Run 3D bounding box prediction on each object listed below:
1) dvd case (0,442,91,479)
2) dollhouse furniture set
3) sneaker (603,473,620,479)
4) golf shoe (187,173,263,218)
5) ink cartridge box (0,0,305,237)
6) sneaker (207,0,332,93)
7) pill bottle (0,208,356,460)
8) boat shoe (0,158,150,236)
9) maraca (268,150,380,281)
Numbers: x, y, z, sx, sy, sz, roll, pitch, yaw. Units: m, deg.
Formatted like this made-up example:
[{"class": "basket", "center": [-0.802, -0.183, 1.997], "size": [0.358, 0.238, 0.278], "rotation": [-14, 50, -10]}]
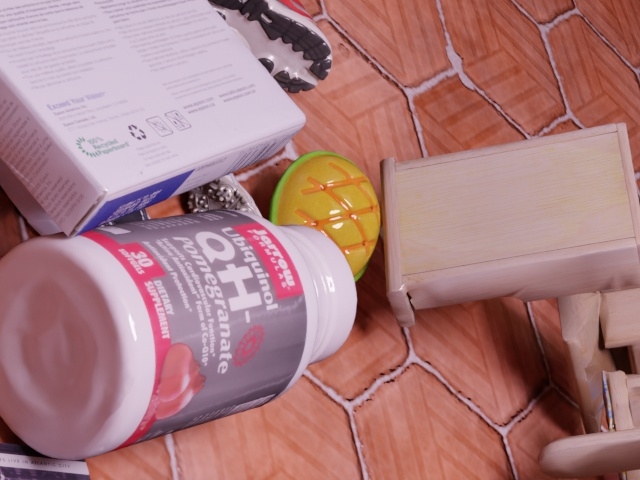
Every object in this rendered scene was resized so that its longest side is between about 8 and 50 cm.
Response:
[{"class": "dvd case", "center": [-0.217, 0.244, 1.169], "size": [0.164, 0.018, 0.221], "rotation": [14, 43, -43]}, {"class": "dollhouse furniture set", "center": [0.233, 0.076, 1.730], "size": [0.394, 0.257, 0.362], "rotation": [67, 18, -52]}, {"class": "sneaker", "center": [0.363, 0.318, 1.828], "size": [0.134, 0.051, 0.070], "rotation": [61, 29, -2]}, {"class": "golf shoe", "center": [-0.100, -0.057, 1.546], "size": [0.176, 0.069, 0.086], "rotation": [54, 29, -7]}, {"class": "ink cartridge box", "center": [-0.204, -0.176, 1.331], "size": [0.330, 0.071, 0.324], "rotation": [49, 30, 8]}, {"class": "sneaker", "center": [-0.102, -0.267, 1.703], "size": [0.279, 0.107, 0.118], "rotation": [43, 18, -25]}, {"class": "pill bottle", "center": [-0.113, 0.066, 1.331], "size": [0.318, 0.176, 0.176], "rotation": [-11, 72, -53]}, {"class": "boat shoe", "center": [-0.231, -0.104, 1.385], "size": [0.301, 0.102, 0.108], "rotation": [54, 35, -5]}, {"class": "maraca", "center": [0.000, 0.000, 1.599], "size": [0.127, 0.099, 0.185], "rotation": [20, 72, -25]}]
